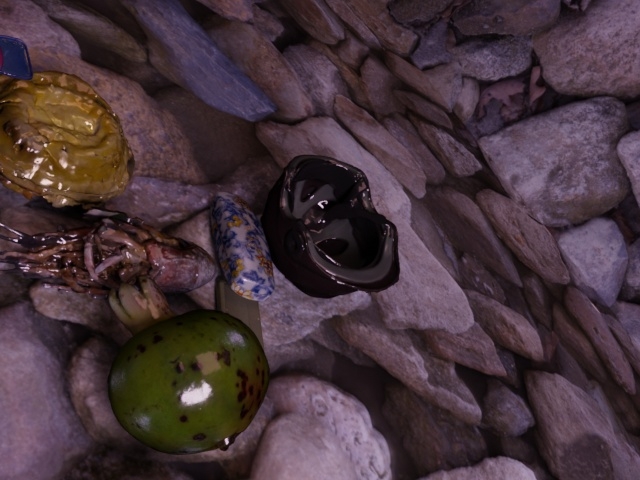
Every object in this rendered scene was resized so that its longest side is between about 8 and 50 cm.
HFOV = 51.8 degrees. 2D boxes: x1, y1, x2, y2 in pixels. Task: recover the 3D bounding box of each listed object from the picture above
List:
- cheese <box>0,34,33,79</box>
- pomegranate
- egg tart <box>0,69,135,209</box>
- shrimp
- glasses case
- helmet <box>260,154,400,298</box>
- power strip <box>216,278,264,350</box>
[{"bbox_3d":[-0.487,-0.251,0.821,0.244,0.062,0.155,3,58,-46],"label":"cheese"},{"bbox_3d":[-0.178,0.153,0.829,0.202,0.202,0.248,-15,68,-53],"label":"pomegranate"},{"bbox_3d":[-0.406,-0.173,1.028,0.278,0.095,0.279,30,34,-23],"label":"egg tart"},{"bbox_3d":[-0.296,0.029,0.908,0.342,0.117,0.145,6,25,-40],"label":"shrimp"},{"bbox_3d":[-0.136,0.005,1.133,0.086,0.065,0.248,24,27,-36],"label":"glasses case"},{"bbox_3d":[0.000,0.000,1.205,0.224,0.177,0.306,3,58,-38],"label":"helmet"},{"bbox_3d":[-0.129,0.137,1.047,0.076,0.028,0.169,23,37,-30],"label":"power strip"}]
